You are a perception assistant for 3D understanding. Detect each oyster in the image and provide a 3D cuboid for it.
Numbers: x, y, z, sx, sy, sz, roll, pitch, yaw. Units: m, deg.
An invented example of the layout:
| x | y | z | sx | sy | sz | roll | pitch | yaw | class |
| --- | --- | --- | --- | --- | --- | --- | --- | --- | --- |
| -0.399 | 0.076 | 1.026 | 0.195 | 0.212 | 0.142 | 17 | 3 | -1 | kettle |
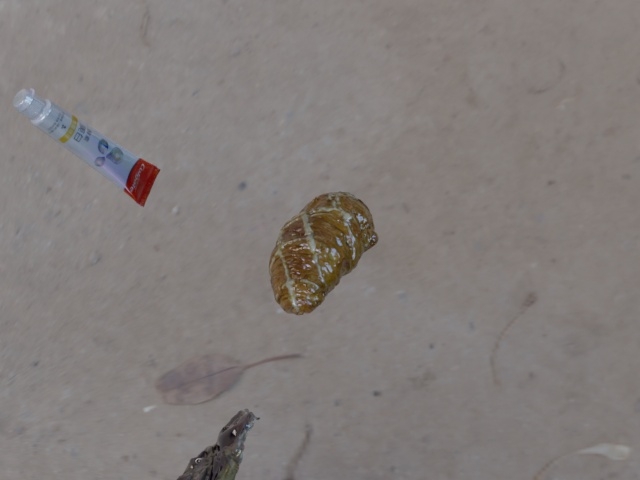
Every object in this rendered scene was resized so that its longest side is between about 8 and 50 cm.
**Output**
| x | y | z | sx | sy | sz | roll | pitch | yaw | class |
| --- | --- | --- | --- | --- | --- | --- | --- | --- | --- |
| -0.136 | 0.319 | 1.419 | 0.100 | 0.271 | 0.275 | 6 | 82 | 8 | oyster |

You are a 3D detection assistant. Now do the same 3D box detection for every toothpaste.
| x | y | z | sx | sy | sz | roll | pitch | yaw | class |
| --- | --- | --- | --- | --- | --- | --- | --- | --- | --- |
| -0.243 | -0.100 | 1.352 | 0.190 | 0.031 | 0.048 | 36 | 67 | -40 | toothpaste |

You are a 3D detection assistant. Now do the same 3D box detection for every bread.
| x | y | z | sx | sy | sz | roll | pitch | yaw | class |
| --- | --- | --- | --- | --- | --- | --- | --- | --- | --- |
| 0.000 | 0.000 | 1.321 | 0.076 | 0.105 | 0.233 | 57 | 25 | -14 | bread |
